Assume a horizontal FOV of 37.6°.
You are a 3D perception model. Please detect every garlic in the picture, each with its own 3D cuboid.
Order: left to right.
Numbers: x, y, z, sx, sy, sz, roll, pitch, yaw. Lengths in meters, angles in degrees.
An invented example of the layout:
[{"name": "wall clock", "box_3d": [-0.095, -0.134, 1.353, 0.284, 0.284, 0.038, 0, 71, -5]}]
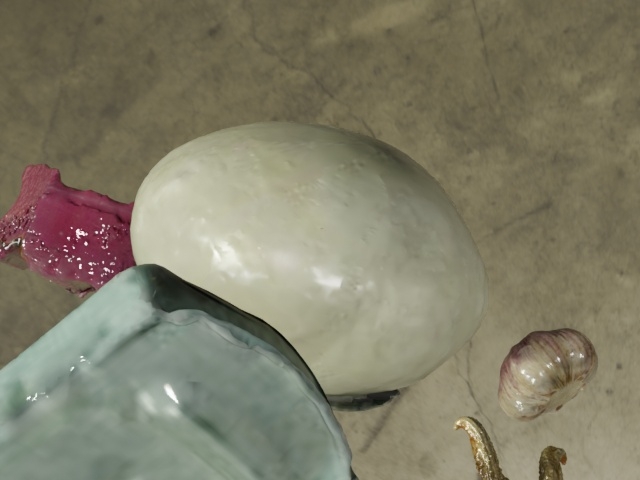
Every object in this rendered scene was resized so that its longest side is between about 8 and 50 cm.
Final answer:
[{"name": "garlic", "box_3d": [0.324, 0.187, 1.359, 0.159, 0.147, 0.102, -48, 51, 18]}]

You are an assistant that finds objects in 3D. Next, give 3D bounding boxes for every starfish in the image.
[{"name": "starfish", "box_3d": [0.283, 0.391, 1.231, 0.327, 0.375, 0.094, 35, 124, -4]}]

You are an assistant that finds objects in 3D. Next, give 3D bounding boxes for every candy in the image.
[{"name": "candy", "box_3d": [0.000, 0.000, 0.758, 0.295, 0.295, 0.185, 39, 119, 26]}]

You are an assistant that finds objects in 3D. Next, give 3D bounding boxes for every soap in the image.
[{"name": "soap", "box_3d": [-0.276, 0.005, 1.070, 0.182, 0.289, 0.112, 25, 79, -6]}]

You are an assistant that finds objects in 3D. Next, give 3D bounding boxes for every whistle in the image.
[{"name": "whistle", "box_3d": [-0.178, 0.167, 0.388, 0.404, 0.168, 0.188, -25, 35, 25]}]
